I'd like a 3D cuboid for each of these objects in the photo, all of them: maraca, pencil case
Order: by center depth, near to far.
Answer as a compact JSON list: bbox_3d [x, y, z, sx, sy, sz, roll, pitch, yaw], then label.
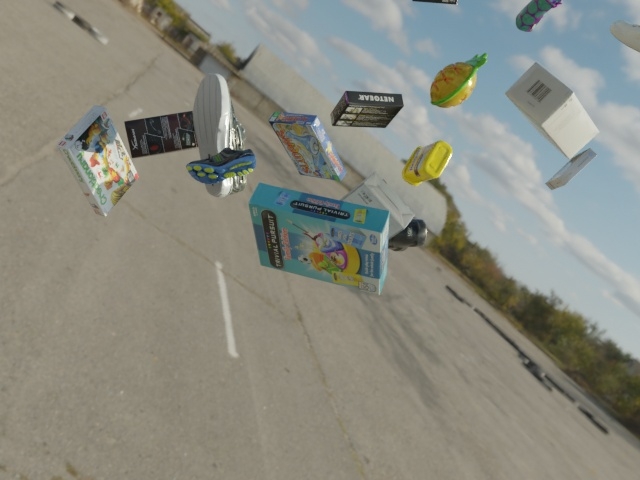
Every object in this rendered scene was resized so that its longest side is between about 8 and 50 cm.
[{"bbox_3d":[0.357,-0.416,1.721,0.099,0.185,0.127,45,-4,-22],"label":"maraca"},{"bbox_3d":[0.614,-0.649,1.867,0.151,0.065,0.070,134,-60,-69],"label":"pencil case"}]

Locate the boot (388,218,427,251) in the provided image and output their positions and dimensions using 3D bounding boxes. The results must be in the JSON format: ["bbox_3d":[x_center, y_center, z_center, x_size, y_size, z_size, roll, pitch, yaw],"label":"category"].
[{"bbox_3d":[0.136,-0.033,2.578,0.445,0.146,0.367,-1,-5,-14],"label":"boot"}]

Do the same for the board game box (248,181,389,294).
[{"bbox_3d":[0.000,0.000,1.680,0.336,0.079,0.253,13,-37,14],"label":"board game box"}]

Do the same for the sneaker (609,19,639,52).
[{"bbox_3d":[0.898,-0.534,1.738,0.106,0.123,0.290,-3,38,-36],"label":"sneaker"}]

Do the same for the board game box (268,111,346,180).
[{"bbox_3d":[-0.031,-0.235,1.672,0.136,0.035,0.201,13,-30,36],"label":"board game box"}]

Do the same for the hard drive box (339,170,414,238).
[{"bbox_3d":[0.135,-0.069,2.013,0.181,0.232,0.089,48,43,-6],"label":"hard drive box"}]

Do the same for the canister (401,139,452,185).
[{"bbox_3d":[0.332,-0.242,2.077,0.073,0.126,0.170,32,-9,-11],"label":"canister"}]

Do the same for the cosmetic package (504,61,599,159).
[{"bbox_3d":[0.823,-0.450,2.345,0.365,0.155,0.197,24,25,-52],"label":"cosmetic package"}]

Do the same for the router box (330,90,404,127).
[{"bbox_3d":[0.135,-0.380,1.943,0.179,0.046,0.133,-2,-19,-22],"label":"router box"}]

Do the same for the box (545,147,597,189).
[{"bbox_3d":[0.853,-0.242,2.274,0.038,0.145,0.186,46,3,6],"label":"box"}]

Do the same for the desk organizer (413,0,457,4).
[{"bbox_3d":[0.339,-0.723,1.954,0.130,0.047,0.050,9,22,12],"label":"desk organizer"}]

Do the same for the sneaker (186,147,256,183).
[{"bbox_3d":[-0.259,-0.200,1.753,0.078,0.188,0.067,-92,169,-47],"label":"sneaker"}]

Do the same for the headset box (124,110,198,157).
[{"bbox_3d":[-0.420,-0.321,1.979,0.218,0.293,0.110,-152,-128,-75],"label":"headset box"}]

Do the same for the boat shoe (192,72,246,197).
[{"bbox_3d":[-0.270,-0.289,1.844,0.121,0.335,0.119,7,13,40],"label":"boat shoe"}]

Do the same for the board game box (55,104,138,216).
[{"bbox_3d":[-0.695,-0.246,2.097,0.053,0.193,0.305,16,-34,21],"label":"board game box"}]
